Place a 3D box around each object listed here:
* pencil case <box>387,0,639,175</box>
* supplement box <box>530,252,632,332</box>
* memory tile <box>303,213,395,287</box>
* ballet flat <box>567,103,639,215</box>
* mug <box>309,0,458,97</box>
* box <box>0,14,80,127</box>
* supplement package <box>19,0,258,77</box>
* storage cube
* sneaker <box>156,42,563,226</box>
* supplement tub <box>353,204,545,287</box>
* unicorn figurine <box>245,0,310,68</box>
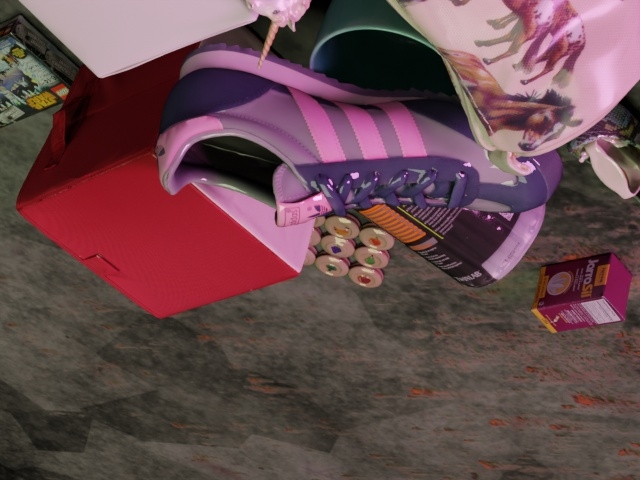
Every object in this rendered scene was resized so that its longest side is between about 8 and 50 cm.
[{"bbox_3d":[0.071,-0.232,1.021,0.183,0.160,0.410,-40,115,5],"label":"pencil case"},{"bbox_3d":[0.253,0.052,1.481,0.083,0.055,0.043,-14,134,38],"label":"supplement box"},{"bbox_3d":[0.000,0.000,1.569,0.148,0.012,0.113,18,146,2],"label":"memory tile"},{"bbox_3d":[0.278,-0.052,1.313,0.188,0.070,0.070,34,144,-22],"label":"ballet flat"},{"bbox_3d":[0.078,-0.157,1.231,0.157,0.097,0.129,19,146,-1],"label":"mug"},{"bbox_3d":[-0.303,-0.160,1.475,0.137,0.027,0.094,-16,134,40],"label":"box"},{"bbox_3d":[-0.170,-0.289,1.091,0.175,0.177,0.293,-14,134,39],"label":"supplement package"},{"bbox_3d":[-0.122,-0.068,1.377,0.193,0.184,0.215,-18,132,41],"label":"storage cube"},{"bbox_3d":[0.025,-0.052,1.196,0.319,0.131,0.112,12,145,10],"label":"sneaker"},{"bbox_3d":[0.096,-0.051,1.355,0.190,0.117,0.117,35,143,-22],"label":"supplement tub"},{"bbox_3d":[-0.044,-0.218,1.034,0.060,0.162,0.111,-12,148,41],"label":"unicorn figurine"}]
